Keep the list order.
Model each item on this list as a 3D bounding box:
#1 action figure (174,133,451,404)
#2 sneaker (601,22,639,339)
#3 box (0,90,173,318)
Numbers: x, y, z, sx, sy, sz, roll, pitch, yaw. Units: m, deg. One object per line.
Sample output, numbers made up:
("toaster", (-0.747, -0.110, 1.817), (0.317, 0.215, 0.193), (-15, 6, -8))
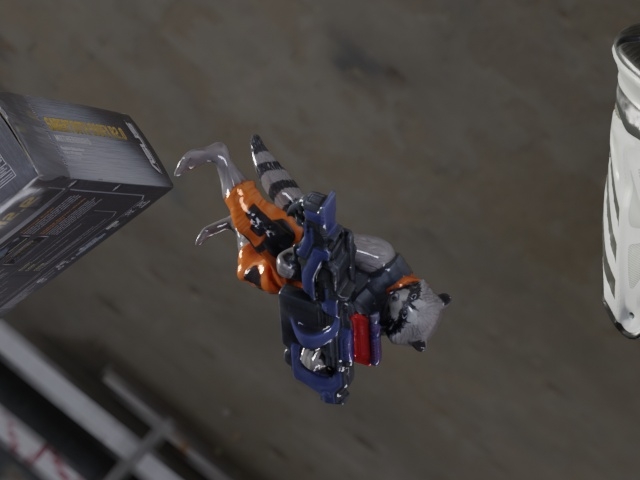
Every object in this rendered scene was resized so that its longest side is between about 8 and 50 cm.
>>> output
("action figure", (0.000, 0.000, 2.081), (0.330, 0.178, 0.341), (34, 148, 19))
("sneaker", (0.368, 0.021, 1.593), (0.447, 0.169, 0.258), (-119, 26, -52))
("box", (-0.211, 0.012, 1.039), (0.056, 0.231, 0.183), (56, -166, 10))
